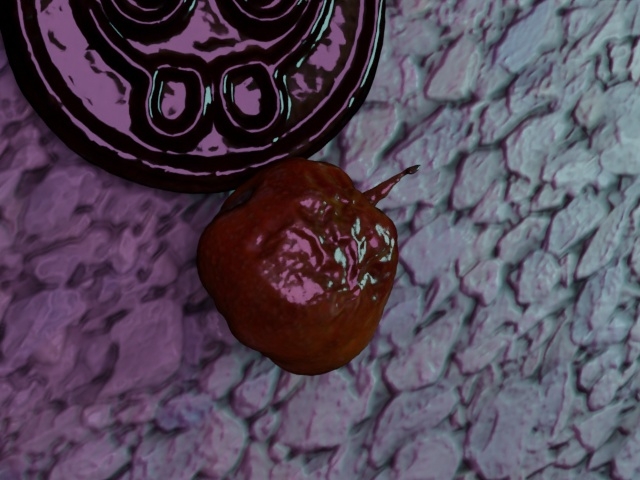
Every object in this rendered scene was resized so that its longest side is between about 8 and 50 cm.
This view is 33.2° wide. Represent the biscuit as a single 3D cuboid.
[{"bbox_3d":[-0.120,-0.248,1.086,0.407,0.091,0.408,0,91,-19],"label":"biscuit"}]

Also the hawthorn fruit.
[{"bbox_3d":[0.000,0.000,1.054,0.243,0.207,0.207,-43,103,7],"label":"hawthorn fruit"}]
